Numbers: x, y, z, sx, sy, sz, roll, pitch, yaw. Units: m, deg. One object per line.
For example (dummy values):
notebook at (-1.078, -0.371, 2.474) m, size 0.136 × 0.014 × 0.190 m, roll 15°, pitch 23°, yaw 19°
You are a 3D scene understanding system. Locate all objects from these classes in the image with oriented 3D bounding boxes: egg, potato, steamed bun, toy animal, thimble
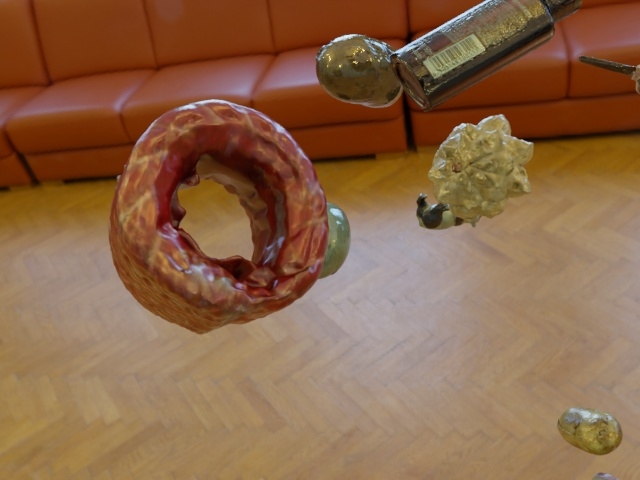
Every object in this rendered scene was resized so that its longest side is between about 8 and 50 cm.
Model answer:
egg at (0.000, 0.000, 1.707) m, size 0.169 × 0.169 × 0.237 m, roll -1°, pitch 57°, yaw 17°
potato at (0.098, -0.368, 1.350) m, size 0.164 × 0.165 × 0.262 m, roll 10°, pitch 16°, yaw 29°
steamed bun at (0.413, -0.196, 1.626) m, size 0.137 × 0.292 × 0.295 m, roll 9°, pitch 24°, yaw -47°
potato at (0.622, 0.437, 1.425) m, size 0.107 × 0.080 × 0.170 m, roll -30°, pitch 4°, yaw -10°
toy animal at (0.422, -0.090, 2.006) m, size 0.225 × 0.121 × 0.094 m, roll -6°, pitch 38°, yaw -14°
thimble at (-0.167, -0.030, 0.978) m, size 0.350 × 0.350 × 0.230 m, roll -40°, pitch 5°, yaw -30°

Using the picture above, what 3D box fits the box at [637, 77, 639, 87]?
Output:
box at (0.713, -0.325, 1.248) m, size 0.122 × 0.069 × 0.084 m, roll -24°, pitch -5°, yaw -11°

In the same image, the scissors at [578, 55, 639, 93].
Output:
scissors at (0.905, -0.486, 1.770) m, size 0.317 × 0.160 × 0.024 m, roll 21°, pitch 66°, yaw 15°

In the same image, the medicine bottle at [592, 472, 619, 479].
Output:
medicine bottle at (0.481, 0.658, 1.244) m, size 0.426 × 0.108 × 0.108 m, roll -37°, pitch 42°, yaw -22°

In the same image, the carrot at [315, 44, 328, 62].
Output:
carrot at (0.032, -0.482, 1.660) m, size 0.082 × 0.082 × 0.173 m, roll -6°, pitch 12°, yaw 11°

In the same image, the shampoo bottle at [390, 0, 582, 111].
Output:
shampoo bottle at (0.285, -0.343, 1.041) m, size 0.322 × 0.084 × 0.129 m, roll -31°, pitch 62°, yaw -5°
